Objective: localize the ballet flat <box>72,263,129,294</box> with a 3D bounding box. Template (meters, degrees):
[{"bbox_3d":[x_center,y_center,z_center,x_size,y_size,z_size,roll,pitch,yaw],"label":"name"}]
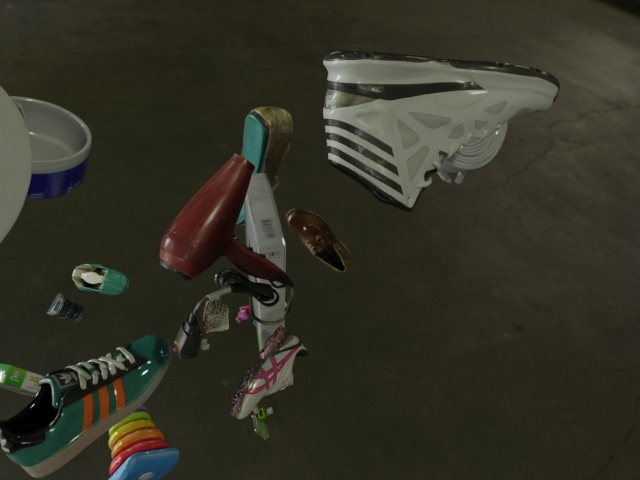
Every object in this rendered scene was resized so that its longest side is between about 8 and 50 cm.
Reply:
[{"bbox_3d":[-0.636,0.100,1.586,0.247,0.087,0.083,4,71,39],"label":"ballet flat"}]

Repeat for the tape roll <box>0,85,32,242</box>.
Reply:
[{"bbox_3d":[-0.587,-0.087,0.771,0.072,0.392,0.392,27,42,22],"label":"tape roll"}]

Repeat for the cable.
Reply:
[{"bbox_3d":[0.320,-0.286,1.319,0.257,0.257,0.089,36,-10,-27],"label":"cable"}]

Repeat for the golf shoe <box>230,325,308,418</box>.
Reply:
[{"bbox_3d":[-0.089,0.246,1.026,0.086,0.067,0.186,36,59,-3],"label":"golf shoe"}]

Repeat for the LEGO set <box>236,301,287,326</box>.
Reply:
[{"bbox_3d":[-0.214,0.297,2.107,0.227,0.087,0.093,-13,33,37],"label":"LEGO set"}]

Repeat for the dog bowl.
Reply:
[{"bbox_3d":[-0.657,-0.210,1.269,0.264,0.104,0.265,17,36,-13],"label":"dog bowl"}]

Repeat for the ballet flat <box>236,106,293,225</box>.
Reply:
[{"bbox_3d":[-0.140,-0.169,1.347,0.123,0.349,0.123,11,46,-12],"label":"ballet flat"}]

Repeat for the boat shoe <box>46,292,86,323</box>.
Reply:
[{"bbox_3d":[-0.714,0.197,1.601,0.083,0.183,0.065,31,75,-22],"label":"boat shoe"}]

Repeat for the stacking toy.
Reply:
[{"bbox_3d":[-0.530,0.519,1.583,0.165,0.175,0.302,14,35,-49],"label":"stacking toy"}]

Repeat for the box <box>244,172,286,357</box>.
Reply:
[{"bbox_3d":[-0.117,0.056,1.189,0.058,0.322,0.232,-5,43,-12],"label":"box"}]

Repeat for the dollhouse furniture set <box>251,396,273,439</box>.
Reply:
[{"bbox_3d":[-0.179,0.546,1.801,0.058,0.076,0.152,-28,41,4],"label":"dollhouse furniture set"}]

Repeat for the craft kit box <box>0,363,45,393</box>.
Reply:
[{"bbox_3d":[-0.887,0.414,1.669,0.249,0.246,0.061,-1,65,29],"label":"craft kit box"}]

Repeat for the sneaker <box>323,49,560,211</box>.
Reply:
[{"bbox_3d":[0.205,-0.186,1.000,0.447,0.258,0.169,-3,19,-21],"label":"sneaker"}]

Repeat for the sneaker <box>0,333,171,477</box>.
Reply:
[{"bbox_3d":[-0.390,0.252,0.961,0.108,0.121,0.302,21,53,42],"label":"sneaker"}]

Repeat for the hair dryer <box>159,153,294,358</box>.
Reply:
[{"bbox_3d":[-0.138,0.015,0.852,0.080,0.294,0.223,23,29,37],"label":"hair dryer"}]

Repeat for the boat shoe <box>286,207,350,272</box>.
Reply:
[{"bbox_3d":[0.000,0.000,2.069,0.307,0.110,0.104,38,25,-24],"label":"boat shoe"}]
